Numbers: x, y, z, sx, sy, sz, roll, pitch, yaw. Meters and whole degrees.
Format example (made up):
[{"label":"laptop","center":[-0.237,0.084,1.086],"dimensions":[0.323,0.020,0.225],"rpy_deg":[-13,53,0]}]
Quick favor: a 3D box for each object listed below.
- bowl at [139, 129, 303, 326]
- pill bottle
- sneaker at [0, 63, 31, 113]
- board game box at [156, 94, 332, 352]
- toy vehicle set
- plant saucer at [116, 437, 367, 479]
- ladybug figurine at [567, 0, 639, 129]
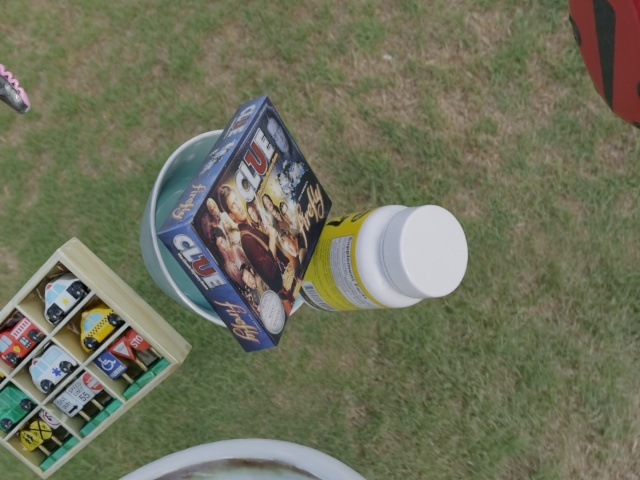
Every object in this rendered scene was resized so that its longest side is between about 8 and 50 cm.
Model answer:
[{"label":"bowl","center":[-0.164,-0.008,1.190],"dimensions":[0.163,0.311,0.312],"rpy_deg":[-13,58,51]},{"label":"pill bottle","center":[0.063,0.022,0.866],"dimensions":[0.208,0.119,0.119],"rpy_deg":[-11,58,54]},{"label":"sneaker","center":[-0.332,-0.155,0.697],"dimensions":[0.119,0.047,0.057],"rpy_deg":[40,76,-13]},{"label":"board game box","center":[-0.068,-0.026,0.794],"dimensions":[0.042,0.165,0.243],"rpy_deg":[-16,33,28]},{"label":"toy vehicle set","center":[-0.282,0.136,0.796],"dimensions":[0.166,0.035,0.267],"rpy_deg":[44,117,-10]},{"label":"plant saucer","center":[-0.095,0.323,0.485],"dimensions":[0.400,0.101,0.400],"rpy_deg":[-21,33,14]},{"label":"ladybug figurine","center":[0.388,-0.268,0.824],"dimensions":[0.161,0.449,0.305],"rpy_deg":[-31,50,3]}]
